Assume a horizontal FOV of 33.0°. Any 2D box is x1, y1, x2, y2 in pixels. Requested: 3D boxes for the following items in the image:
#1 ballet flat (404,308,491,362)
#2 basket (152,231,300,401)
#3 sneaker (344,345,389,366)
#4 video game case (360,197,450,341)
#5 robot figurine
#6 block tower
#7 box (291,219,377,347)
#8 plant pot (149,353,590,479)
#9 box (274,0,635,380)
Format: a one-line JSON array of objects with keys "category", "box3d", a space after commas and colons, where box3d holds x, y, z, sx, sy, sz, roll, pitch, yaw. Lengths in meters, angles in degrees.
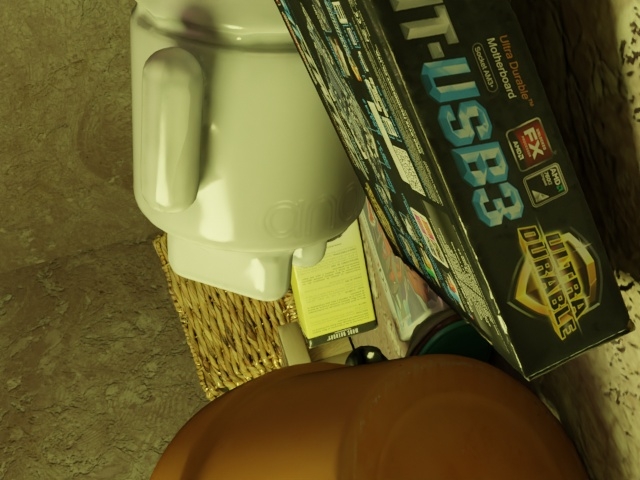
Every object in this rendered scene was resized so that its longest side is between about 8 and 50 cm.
[{"category": "ballet flat", "box3d": [0.095, 0.101, 0.877, 0.213, 0.072, 0.068, 86, 170, -51]}, {"category": "basket", "box3d": [-0.083, 0.076, 1.691, 0.213, 0.223, 0.299, 4, -120, -55]}, {"category": "sneaker", "box3d": [0.079, 0.186, 0.992, 0.234, 0.078, 0.106, 54, 159, 41]}, {"category": "video game case", "box3d": [0.070, -0.009, 0.981, 0.201, 0.023, 0.183, 116, 138, -75]}, {"category": "robot figurine", "box3d": [-0.054, -0.130, 0.886, 0.300, 0.200, 0.353, -48, -33, -56]}, {"category": "block tower", "box3d": [0.002, 0.232, 1.548, 0.335, 0.097, 0.091, 85, 166, -55]}, {"category": "box", "box3d": [0.000, 0.000, 1.211, 0.058, 0.087, 0.232, -126, 22, -65]}, {"category": "plant pot", "box3d": [0.046, 0.200, 0.726, 0.203, 0.291, 0.290, -41, 61, 50]}, {"category": "box", "box3d": [0.046, -0.098, 0.634, 0.295, 0.073, 0.293, 65, 177, -14]}]
